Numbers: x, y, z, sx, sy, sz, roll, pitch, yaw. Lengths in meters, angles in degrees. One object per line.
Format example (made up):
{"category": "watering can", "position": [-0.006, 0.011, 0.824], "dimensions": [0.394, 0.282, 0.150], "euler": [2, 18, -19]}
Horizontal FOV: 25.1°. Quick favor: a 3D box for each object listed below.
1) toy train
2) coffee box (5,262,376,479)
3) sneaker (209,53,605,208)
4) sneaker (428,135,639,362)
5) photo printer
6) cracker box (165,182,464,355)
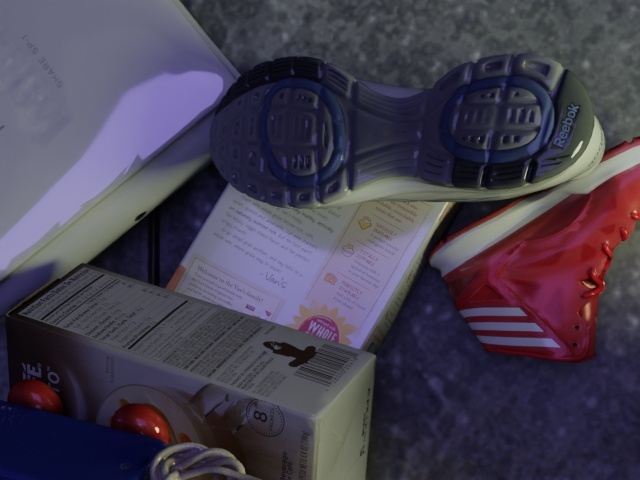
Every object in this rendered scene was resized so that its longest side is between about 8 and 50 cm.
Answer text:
{"category": "toy train", "position": [-0.129, 0.193, 0.961], "dimensions": [0.248, 0.143, 0.105], "euler": [10, 39, 25]}
{"category": "coffee box", "position": [-0.094, 0.124, 1.027], "dimensions": [0.246, 0.098, 0.141], "euler": [15, 120, 22]}
{"category": "sneaker", "position": [0.058, -0.062, 1.010], "dimensions": [0.297, 0.129, 0.111], "euler": [5, 82, 28]}
{"category": "sneaker", "position": [0.202, 0.012, 1.054], "dimensions": [0.221, 0.087, 0.128], "euler": [-29, 82, 17]}
{"category": "photo printer", "position": [-0.233, -0.100, 1.143], "dimensions": [0.307, 0.107, 0.256], "euler": [-38, 74, 2]}
{"category": "cracker box", "position": [0.000, 0.000, 1.095], "dimensions": [0.155, 0.067, 0.232], "euler": [30, 87, 14]}
